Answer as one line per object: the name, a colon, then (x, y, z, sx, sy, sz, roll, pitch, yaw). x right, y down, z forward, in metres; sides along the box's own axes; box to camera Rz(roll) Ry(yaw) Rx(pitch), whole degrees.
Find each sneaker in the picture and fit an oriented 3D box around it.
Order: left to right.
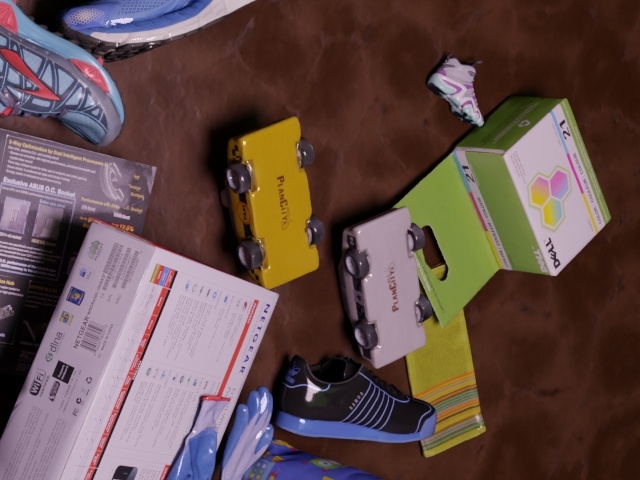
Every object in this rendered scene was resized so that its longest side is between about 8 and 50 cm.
sneaker: (-0.312, -0.156, 1.758, 0.262, 0.104, 0.125, 37, 58, -26)
sneaker: (-0.151, -0.291, 1.873, 0.330, 0.130, 0.147, -33, 102, -32)
sneaker: (0.052, 0.186, 2.127, 0.232, 0.081, 0.090, 6, 102, -37)
sneaker: (0.181, -0.190, 2.183, 0.098, 0.038, 0.069, 43, 73, -35)

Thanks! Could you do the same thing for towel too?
towel: (0.150, 0.149, 2.235, 0.102, 0.021, 0.237, -23, 112, -33)

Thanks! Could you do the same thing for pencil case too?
pencil case: (0.036, 0.310, 2.001, 0.133, 0.306, 0.119, -3, 101, -49)

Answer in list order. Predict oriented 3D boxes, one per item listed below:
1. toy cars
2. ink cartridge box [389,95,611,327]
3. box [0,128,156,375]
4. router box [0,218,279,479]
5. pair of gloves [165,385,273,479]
toy cars: (0.000, 0.000, 2.055, 0.393, 0.087, 0.176, 37, 81, -39)
ink cartridge box: (0.225, -0.032, 2.197, 0.255, 0.097, 0.189, -43, 121, -31)
box: (-0.333, 0.007, 1.799, 0.307, 0.076, 0.242, 12, 91, -39)
router box: (-0.196, 0.173, 1.841, 0.335, 0.082, 0.301, -68, 155, -2)
pair of gloves: (-0.106, 0.237, 1.946, 0.198, 0.023, 0.159, 5, 105, -64)
